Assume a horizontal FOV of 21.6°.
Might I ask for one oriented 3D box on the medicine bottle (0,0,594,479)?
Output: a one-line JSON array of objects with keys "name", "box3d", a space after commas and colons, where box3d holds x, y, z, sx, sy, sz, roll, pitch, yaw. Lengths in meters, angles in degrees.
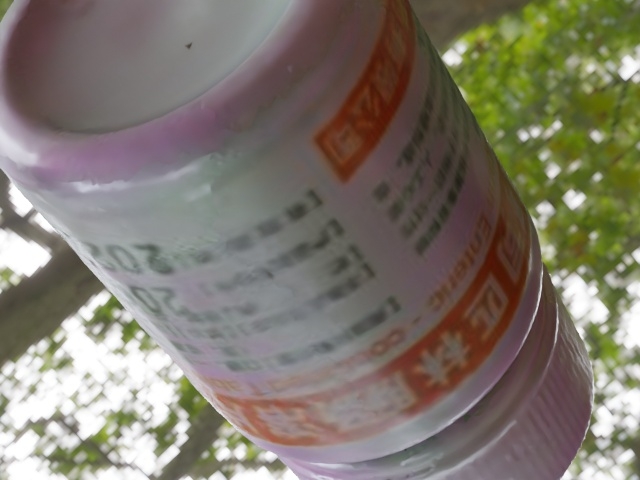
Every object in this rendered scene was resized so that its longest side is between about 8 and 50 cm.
[{"name": "medicine bottle", "box3d": [0.000, 0.000, 0.931, 0.388, 0.219, 0.219, 56, -159, -44]}]
